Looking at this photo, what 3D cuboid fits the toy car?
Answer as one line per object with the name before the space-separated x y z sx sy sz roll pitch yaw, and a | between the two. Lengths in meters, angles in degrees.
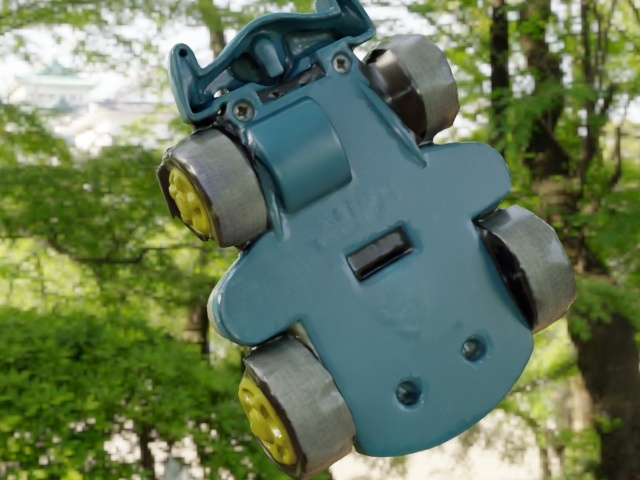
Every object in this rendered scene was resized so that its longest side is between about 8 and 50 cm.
toy car | 0.000 0.000 0.391 0.126 0.161 0.098 -31 3 -24
